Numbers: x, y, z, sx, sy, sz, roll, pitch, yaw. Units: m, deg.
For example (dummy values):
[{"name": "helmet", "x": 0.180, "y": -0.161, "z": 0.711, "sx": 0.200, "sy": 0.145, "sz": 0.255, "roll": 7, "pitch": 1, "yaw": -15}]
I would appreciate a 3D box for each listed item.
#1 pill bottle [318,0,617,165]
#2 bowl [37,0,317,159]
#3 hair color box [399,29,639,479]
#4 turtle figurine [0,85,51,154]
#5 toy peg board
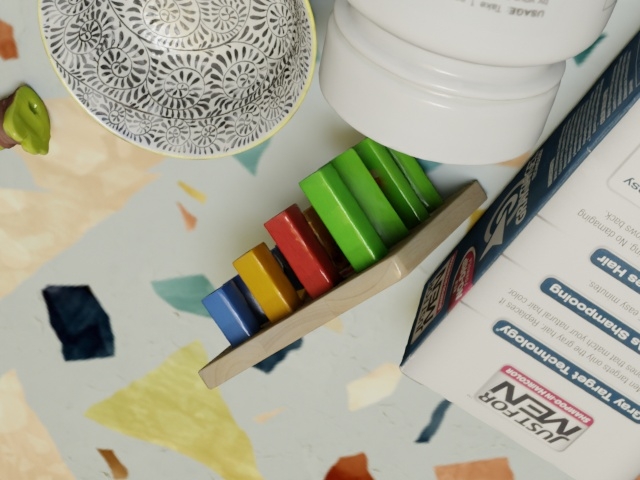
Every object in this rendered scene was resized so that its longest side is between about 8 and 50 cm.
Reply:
[{"name": "pill bottle", "x": 0.093, "y": -0.191, "z": 0.726, "sx": 0.160, "sy": 0.160, "sz": 0.283, "roll": 17, "pitch": 125, "yaw": 3}, {"name": "bowl", "x": -0.078, "y": -0.141, "z": 0.851, "sx": 0.170, "sy": 0.080, "sz": 0.170, "roll": 6, "pitch": 123, "yaw": 10}, {"name": "hair color box", "x": 0.215, "y": -0.012, "z": 0.845, "sx": 0.174, "sy": 0.105, "sz": 0.347, "roll": 33, "pitch": 124, "yaw": -8}, {"name": "turtle figurine", "x": -0.292, "y": -0.049, "z": 0.963, "sx": 0.217, "sy": 0.087, "sz": 0.269, "roll": -27, "pitch": 104, "yaw": 20}, {"name": "toy peg board", "x": 0.000, "y": 0.000, "z": 0.888, "sx": 0.160, "sy": 0.161, "sz": 0.079, "roll": -31, "pitch": 93, "yaw": 30}]
